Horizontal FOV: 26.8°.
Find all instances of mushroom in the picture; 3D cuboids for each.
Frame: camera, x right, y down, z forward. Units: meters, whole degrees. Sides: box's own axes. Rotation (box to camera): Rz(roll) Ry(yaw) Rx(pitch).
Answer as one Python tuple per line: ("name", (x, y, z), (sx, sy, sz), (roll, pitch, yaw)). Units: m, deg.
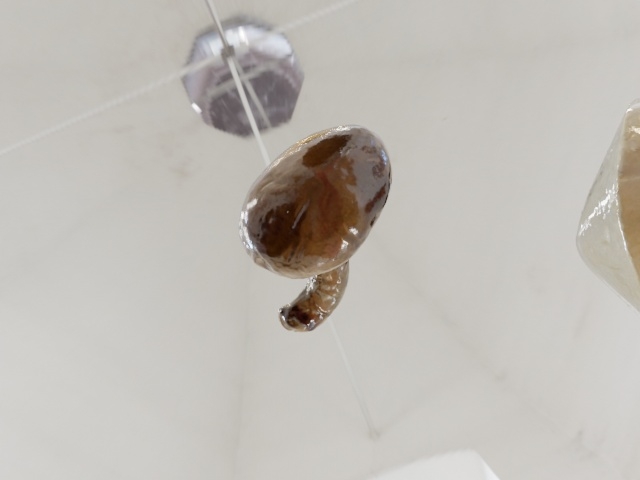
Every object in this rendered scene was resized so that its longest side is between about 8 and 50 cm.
("mushroom", (-0.009, -0.001, 0.725), (0.072, 0.088, 0.130), (1, -59, -31))

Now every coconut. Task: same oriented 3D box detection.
("coconut", (0.296, -0.021, 1.004), (0.222, 0.202, 0.202), (-14, -87, 30))
